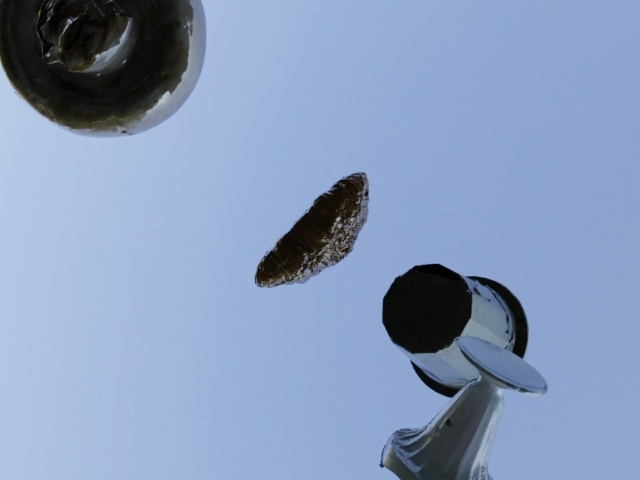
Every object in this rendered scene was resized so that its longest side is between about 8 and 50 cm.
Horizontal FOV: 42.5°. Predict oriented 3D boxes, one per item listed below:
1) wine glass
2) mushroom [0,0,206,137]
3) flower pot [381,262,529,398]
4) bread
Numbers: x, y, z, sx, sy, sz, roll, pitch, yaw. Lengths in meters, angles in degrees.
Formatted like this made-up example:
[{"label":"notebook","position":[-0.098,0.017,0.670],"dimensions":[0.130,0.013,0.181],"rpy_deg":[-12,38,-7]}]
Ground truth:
[{"label":"wine glass","position":[0.186,0.235,1.056],"dimensions":[0.165,0.165,0.196],"rpy_deg":[33,-73,36]},{"label":"mushroom","position":[-0.375,-0.350,1.386],"dimensions":[0.362,0.294,0.362],"rpy_deg":[0,-81,2]},{"label":"flower pot","position":[0.204,0.126,1.296],"dimensions":[0.212,0.202,0.212],"rpy_deg":[-11,-116,23]},{"label":"bread","position":[0.000,0.000,1.215],"dimensions":[0.233,0.105,0.076],"rpy_deg":[-44,-120,5]}]
